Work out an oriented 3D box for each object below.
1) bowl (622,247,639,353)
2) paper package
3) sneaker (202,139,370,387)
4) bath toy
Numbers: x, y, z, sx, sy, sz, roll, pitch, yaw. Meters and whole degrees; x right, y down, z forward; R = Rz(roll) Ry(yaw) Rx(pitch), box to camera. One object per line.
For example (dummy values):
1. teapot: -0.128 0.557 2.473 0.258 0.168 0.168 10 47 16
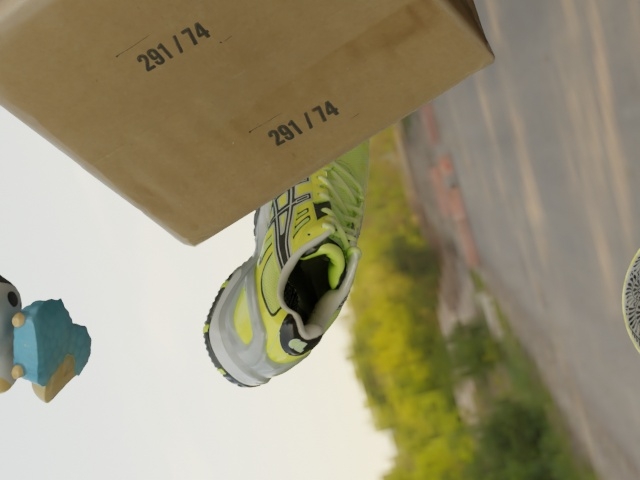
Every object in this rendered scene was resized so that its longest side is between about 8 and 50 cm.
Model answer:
1. bowl: 0.357 0.044 1.491 0.080 0.170 0.170 -56 -49 -72
2. paper package: -0.081 -0.190 1.316 0.309 0.325 0.168 40 -153 -38
3. sneaker: 0.000 0.000 1.942 0.145 0.147 0.385 37 -125 -29
4. bath toy: -0.443 0.080 1.948 0.129 0.348 0.151 -29 -46 -60
